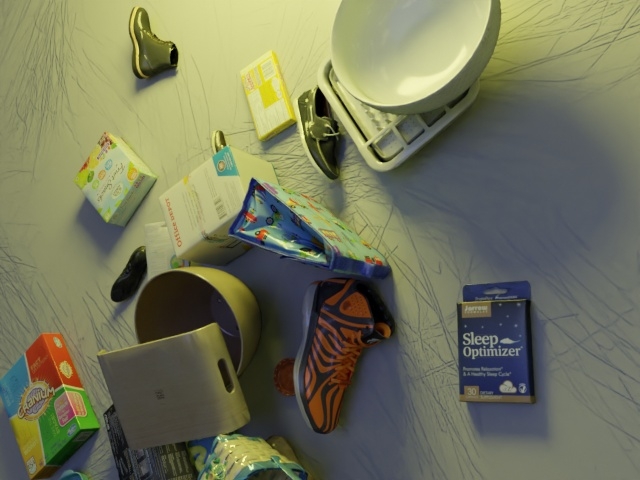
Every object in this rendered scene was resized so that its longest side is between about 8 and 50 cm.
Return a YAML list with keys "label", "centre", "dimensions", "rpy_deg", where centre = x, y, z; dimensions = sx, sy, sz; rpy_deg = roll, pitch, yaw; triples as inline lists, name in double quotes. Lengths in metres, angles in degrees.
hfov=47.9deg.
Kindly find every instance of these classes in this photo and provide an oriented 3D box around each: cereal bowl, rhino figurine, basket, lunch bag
- label: "cereal bowl"
  centre: [0.195, -0.396, 1.394]
  dimensions: [0.339, 0.141, 0.338]
  rpy_deg: [-8, 75, 33]
- label: "rhino figurine"
  centre: [-0.058, 0.514, 1.506]
  dimensions: [0.243, 0.073, 0.106]
  rpy_deg: [46, 109, 29]
- label: "basket"
  centre: [-0.125, 0.532, 1.382]
  dimensions: [0.289, 0.201, 0.254]
  rpy_deg: [31, 97, 40]
- label: "lunch bag"
  centre: [0.000, 0.000, 1.479]
  dimensions: [0.293, 0.221, 0.138]
  rpy_deg: [27, 96, 34]

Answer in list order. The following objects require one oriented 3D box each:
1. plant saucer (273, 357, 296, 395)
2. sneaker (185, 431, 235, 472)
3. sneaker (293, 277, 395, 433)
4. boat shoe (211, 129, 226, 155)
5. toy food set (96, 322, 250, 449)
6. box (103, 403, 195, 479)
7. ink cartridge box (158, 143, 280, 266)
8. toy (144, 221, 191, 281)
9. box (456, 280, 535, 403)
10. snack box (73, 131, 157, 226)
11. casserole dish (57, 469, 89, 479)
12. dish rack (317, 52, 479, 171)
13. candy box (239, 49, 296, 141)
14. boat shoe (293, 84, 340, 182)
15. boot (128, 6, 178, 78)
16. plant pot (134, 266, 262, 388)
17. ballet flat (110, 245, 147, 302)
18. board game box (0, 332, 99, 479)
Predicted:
- label: "plant saucer"
  centre: [-0.067, 0.300, 1.589]
  dimensions: [0.084, 0.013, 0.083]
  rpy_deg: [-7, 78, 31]
- label: "sneaker"
  centre: [-0.216, 0.471, 1.607]
  dimensions: [0.240, 0.091, 0.126]
  rpy_deg: [15, 88, 35]
- label: "sneaker"
  centre: [0.051, 0.229, 1.459]
  dimensions: [0.180, 0.125, 0.320]
  rpy_deg: [-7, 77, 33]
- label: "boat shoe"
  centre: [-0.232, -0.204, 1.777]
  dimensions: [0.049, 0.056, 0.152]
  rpy_deg: [-17, 76, 19]
- label: "toy food set"
  centre: [-0.315, 0.307, 1.521]
  dimensions: [0.306, 0.092, 0.219]
  rpy_deg: [-16, 94, 22]
- label: "box"
  centre: [-0.402, 0.498, 1.686]
  dimensions: [0.242, 0.077, 0.307]
  rpy_deg: [-44, 58, 41]
- label: "ink cartridge box"
  centre: [-0.221, -0.072, 1.669]
  dimensions: [0.233, 0.168, 0.171]
  rpy_deg: [-32, 65, 24]
- label: "toy"
  centre: [-0.369, 0.071, 1.808]
  dimensions: [0.137, 0.056, 0.237]
  rpy_deg: [-7, 82, 28]
- label: "box"
  centre: [0.324, 0.188, 1.343]
  dimensions: [0.137, 0.037, 0.225]
  rpy_deg: [-7, 76, 32]
- label: "snack box"
  centre: [-0.564, -0.168, 1.973]
  dimensions: [0.207, 0.070, 0.174]
  rpy_deg: [43, 104, 30]
- label: "casserole dish"
  centre: [-0.632, 0.690, 1.869]
  dimensions: [0.114, 0.037, 0.188]
  rpy_deg: [-26, 68, 26]
- label: "dish rack"
  centre: [0.165, -0.330, 1.526]
  dimensions: [0.286, 0.072, 0.332]
  rpy_deg: [-41, 62, 21]
- label: "candy box"
  centre: [-0.129, -0.351, 1.749]
  dimensions: [0.105, 0.027, 0.205]
  rpy_deg: [-29, 66, 28]
- label: "boat shoe"
  centre: [0.003, -0.240, 1.607]
  dimensions: [0.079, 0.084, 0.232]
  rpy_deg: [-27, 64, 27]
- label: "boot"
  centre: [-0.449, -0.553, 1.980]
  dimensions: [0.137, 0.077, 0.197]
  rpy_deg: [-6, 91, 28]
- label: "plant pot"
  centre: [-0.239, 0.180, 1.599]
  dimensions: [0.284, 0.191, 0.283]
  rpy_deg: [7, 105, 27]
- label: "ballet flat"
  centre: [-0.498, 0.091, 1.902]
  dimensions: [0.173, 0.058, 0.049]
  rpy_deg: [-56, 17, 11]
- label: "board game box"
  centre: [-0.753, 0.451, 1.978]
  dimensions: [0.242, 0.064, 0.316]
  rpy_deg: [-45, 60, 18]
